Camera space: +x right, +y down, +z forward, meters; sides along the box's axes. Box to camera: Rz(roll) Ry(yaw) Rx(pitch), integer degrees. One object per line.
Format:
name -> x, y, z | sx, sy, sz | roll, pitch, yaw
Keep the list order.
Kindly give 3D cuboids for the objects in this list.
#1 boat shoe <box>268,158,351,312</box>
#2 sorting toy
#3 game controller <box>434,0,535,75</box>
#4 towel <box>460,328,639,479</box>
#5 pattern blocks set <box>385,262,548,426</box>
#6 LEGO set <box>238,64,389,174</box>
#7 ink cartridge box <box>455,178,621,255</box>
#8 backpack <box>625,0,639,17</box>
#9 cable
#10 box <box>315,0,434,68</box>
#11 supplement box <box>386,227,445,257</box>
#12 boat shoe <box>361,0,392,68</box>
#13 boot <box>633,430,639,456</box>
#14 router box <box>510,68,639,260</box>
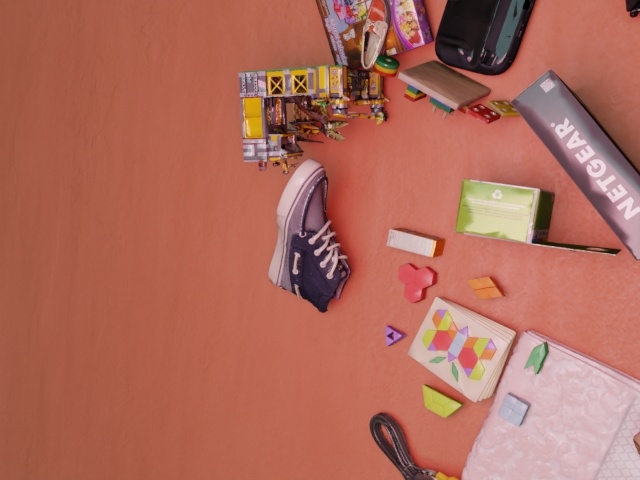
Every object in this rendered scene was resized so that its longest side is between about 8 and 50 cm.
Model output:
boat shoe -> 0.000, 0.000, 1.372 | 0.158, 0.127, 0.340 | 33, 142, 17
sorting toy -> 0.235, -0.275, 1.287 | 0.274, 0.132, 0.046 | 35, 130, 23
game controller -> 0.321, -0.473, 1.273 | 0.166, 0.067, 0.319 | 27, 104, 39
towel -> 0.452, 0.375, 1.244 | 0.317, 0.053, 0.332 | 25, 103, 24
pattern blocks set -> 0.265, 0.201, 1.313 | 0.324, 0.026, 0.285 | 15, 97, 35
LEGO set -> -0.008, -0.226, 1.315 | 0.255, 0.331, 0.192 | 1, 101, 14
ink cartridge box -> 0.383, -0.041, 1.182 | 0.255, 0.189, 0.097 | 9, 95, 25
backpack -> 0.581, -0.453, 1.099 | 0.182, 0.115, 0.152 | -4, 88, 25
cable -> 0.203, 0.472, 1.378 | 0.287, 0.072, 0.139 | 44, 131, 38
box -> 0.083, -0.497, 1.331 | 0.201, 0.057, 0.293 | -10, 106, 34
supplement box -> 0.189, 0.003, 1.356 | 0.098, 0.062, 0.036 | 15, 100, 25
boat shoe -> 0.102, -0.394, 1.302 | 0.049, 0.043, 0.137 | 20, 120, 24
boot -> 0.639, 0.366, 1.109 | 0.206, 0.090, 0.248 | -26, 103, 1
router box -> 0.454, -0.119, 1.110 | 0.081, 0.243, 0.309 | -40, 76, 24
